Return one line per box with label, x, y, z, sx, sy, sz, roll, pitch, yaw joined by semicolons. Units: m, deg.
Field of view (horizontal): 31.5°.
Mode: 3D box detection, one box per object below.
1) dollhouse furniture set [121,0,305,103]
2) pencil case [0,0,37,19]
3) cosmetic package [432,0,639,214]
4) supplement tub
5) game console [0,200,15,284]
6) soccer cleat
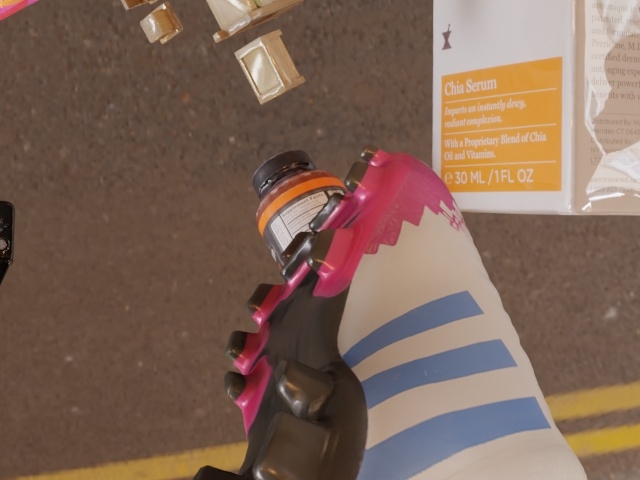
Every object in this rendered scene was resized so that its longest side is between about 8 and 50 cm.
dollhouse furniture set;-0.092;-0.220;1.132;0.161;0.182;0.101;-20;-171;46
pencil case;-0.247;-0.210;0.836;0.236;0.104;0.104;-35;144;-20
cosmetic package;0.238;-0.252;1.134;0.161;0.453;0.230;0;-179;-29
supplement tub;0.000;0.000;1.189;0.106;0.198;0.106;-23;153;-13
game console;-0.408;0.008;1.253;0.122;0.071;0.107;4;96;3
soccer cleat;0.036;0.072;0.453;0.143;0.331;0.116;34;114;-8
